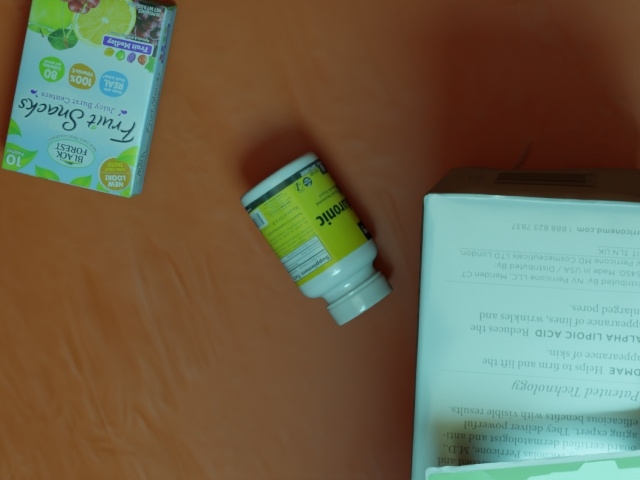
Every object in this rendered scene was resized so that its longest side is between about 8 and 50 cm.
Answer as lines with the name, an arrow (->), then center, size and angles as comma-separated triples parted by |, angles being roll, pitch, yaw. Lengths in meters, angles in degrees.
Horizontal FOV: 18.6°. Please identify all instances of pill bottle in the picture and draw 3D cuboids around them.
pill bottle -> 0.000, 0.000, 1.388 | 0.065, 0.065, 0.116 | -34, 91, 11

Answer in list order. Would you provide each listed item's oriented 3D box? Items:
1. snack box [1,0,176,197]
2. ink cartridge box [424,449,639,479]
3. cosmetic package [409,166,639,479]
snack box -> -0.167, -0.111, 1.414 | 0.100, 0.037, 0.141 | 13, 99, 8
ink cartridge box -> 0.156, 0.234, 1.131 | 0.171, 0.056, 0.235 | -6, 94, 8
cosmetic package -> 0.138, 0.151, 1.258 | 0.156, 0.217, 0.385 | 2, 98, 8
